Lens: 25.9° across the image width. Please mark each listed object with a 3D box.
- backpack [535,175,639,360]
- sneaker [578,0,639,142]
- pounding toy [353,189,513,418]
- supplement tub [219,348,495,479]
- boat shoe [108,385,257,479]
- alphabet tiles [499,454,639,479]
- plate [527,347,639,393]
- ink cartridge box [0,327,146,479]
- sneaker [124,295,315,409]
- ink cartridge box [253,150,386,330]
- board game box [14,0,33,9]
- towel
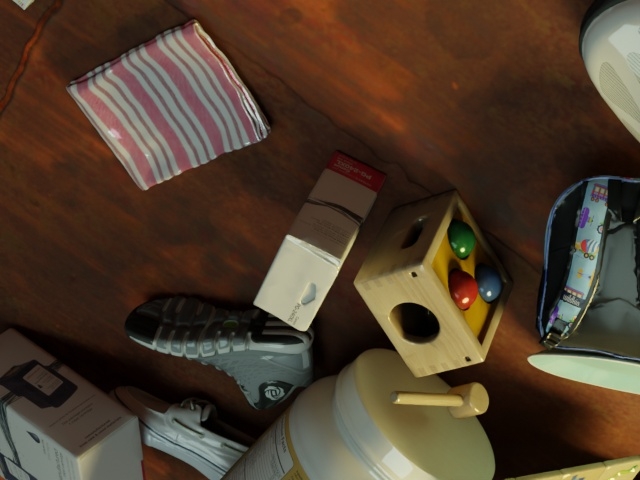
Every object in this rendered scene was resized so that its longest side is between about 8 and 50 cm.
[{"bbox_3d":[0.285,0.016,1.297,0.158,0.117,0.173,7,110,19],"label":"backpack"},{"bbox_3d":[0.382,-0.020,1.129,0.447,0.257,0.169,38,132,-7],"label":"sneaker"},{"bbox_3d":[0.131,0.088,1.380,0.094,0.181,0.206,-18,117,34],"label":"pounding toy"},{"bbox_3d":[0.018,0.292,1.531,0.228,0.228,0.316,38,115,-7],"label":"supplement tub"},{"bbox_3d":[-0.152,0.228,1.703,0.226,0.083,0.075,31,103,4],"label":"boat shoe"},{"bbox_3d":[0.198,0.333,1.497,0.343,0.011,0.285,-4,138,-30],"label":"alphabet tiles"},{"bbox_3d":[0.301,0.126,1.383,0.188,0.024,0.188,13,169,3],"label":"plate"},{"bbox_3d":[-0.331,0.241,1.714,0.237,0.100,0.172,29,137,31],"label":"ink cartridge box"},{"bbox_3d":[-0.112,0.141,1.600,0.229,0.086,0.132,5,130,20],"label":"sneaker"},{"bbox_3d":[0.000,0.000,1.390,0.063,0.150,0.109,28,132,2],"label":"ink cartridge box"},{"bbox_3d":[-0.295,-0.279,1.346,0.090,0.090,0.020,39,135,-9],"label":"board game box"},{"bbox_3d":[-0.160,-0.134,1.440,0.197,0.029,0.144,-20,115,35],"label":"towel"}]
